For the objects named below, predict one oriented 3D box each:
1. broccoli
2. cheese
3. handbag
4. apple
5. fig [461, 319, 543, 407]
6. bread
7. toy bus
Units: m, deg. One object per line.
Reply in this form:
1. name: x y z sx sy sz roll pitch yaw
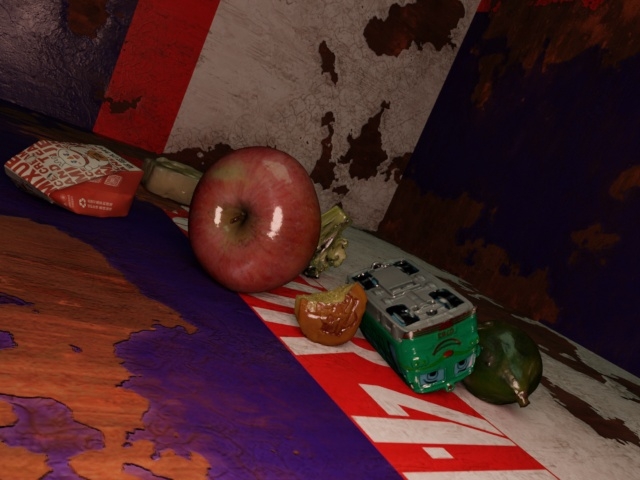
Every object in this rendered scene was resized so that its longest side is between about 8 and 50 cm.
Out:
1. broccoli: 0.000 0.000 1.687 0.263 0.243 0.247 41 18 -20
2. cheese: -0.555 -0.229 2.060 0.318 0.115 0.326 27 8 18
3. handbag: -0.604 -0.151 1.321 0.171 0.151 0.298 31 13 13
4. apple: -0.147 -0.048 1.265 0.345 0.344 0.269 26 5 17
5. fig: 0.415 0.284 1.199 0.195 0.195 0.245 22 5 -6
6. bread: 0.024 0.159 1.142 0.156 0.125 0.086 -16 14 -15
7. toy bus: 0.198 0.183 1.177 0.184 0.199 0.343 -17 21 -13
